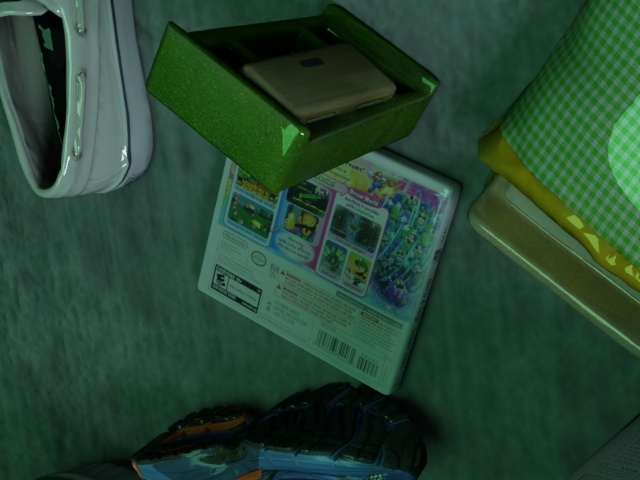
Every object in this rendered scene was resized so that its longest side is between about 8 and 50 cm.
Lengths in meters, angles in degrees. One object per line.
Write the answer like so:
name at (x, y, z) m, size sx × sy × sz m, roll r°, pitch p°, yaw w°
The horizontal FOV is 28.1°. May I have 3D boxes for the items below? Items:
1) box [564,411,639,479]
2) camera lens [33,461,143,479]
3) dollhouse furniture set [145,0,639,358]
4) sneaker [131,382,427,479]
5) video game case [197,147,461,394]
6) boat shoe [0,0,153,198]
box at (0.225, 0.186, 0.568) m, size 0.262 × 0.231 × 0.127 m, roll 11°, pitch 106°, yaw 31°
camera lens at (-0.215, 0.295, 0.852) m, size 0.219 × 0.274 × 0.219 m, roll 15°, pitch 117°, yaw 33°
dollhouse furniture set at (0.096, -0.082, 0.630) m, size 0.301 × 0.151 × 0.198 m, roll 39°, pitch 121°, yaw 19°
sneaker at (-0.020, 0.151, 0.827) m, size 0.221 × 0.083 × 0.087 m, roll -12°, pitch 109°, yaw 41°
video game case at (0.000, 0.000, 0.799) m, size 0.157 × 0.019 × 0.143 m, roll 27°, pitch 116°, yaw 26°
boat shoe at (-0.184, -0.158, 0.835) m, size 0.096 × 0.088 × 0.268 m, roll -1°, pitch 103°, yaw 34°
